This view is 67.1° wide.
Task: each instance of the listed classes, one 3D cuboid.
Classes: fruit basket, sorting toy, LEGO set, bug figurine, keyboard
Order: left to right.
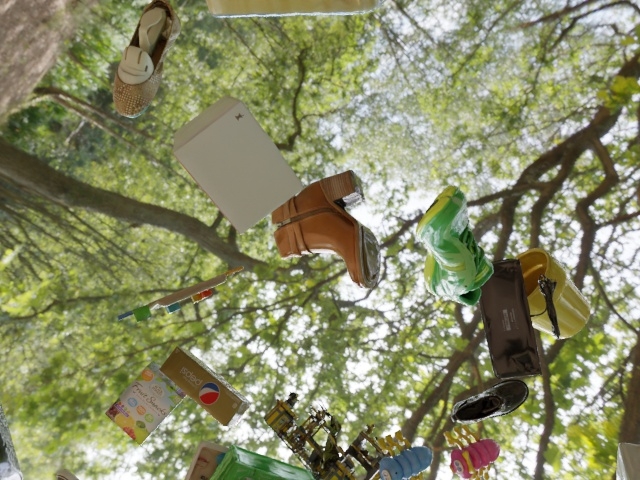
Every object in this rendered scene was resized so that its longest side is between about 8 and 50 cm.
[{"bbox_3d":[-0.347,0.148,1.262,0.347,0.047,0.196,-23,-179,-31],"label":"sorting toy"},{"bbox_3d":[-0.146,0.599,0.911,0.353,0.327,0.165,-68,-167,-15],"label":"fruit basket"},{"bbox_3d":[0.034,0.493,1.210,0.192,0.255,0.331,-43,-139,-16],"label":"LEGO set"},{"bbox_3d":[0.201,0.389,0.680,0.279,0.216,0.072,64,-28,17],"label":"bug figurine"},{"bbox_3d":[0.535,0.203,1.283,0.201,0.317,0.033,-11,-179,15],"label":"keyboard"}]

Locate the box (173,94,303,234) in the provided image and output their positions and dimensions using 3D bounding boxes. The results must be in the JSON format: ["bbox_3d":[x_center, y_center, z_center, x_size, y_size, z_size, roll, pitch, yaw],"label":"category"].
[{"bbox_3d":[-0.198,-0.188,1.092,0.168,0.215,0.345,-38,-156,-1],"label":"box"}]

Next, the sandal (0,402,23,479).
[{"bbox_3d":[-0.599,0.378,0.843,0.167,0.107,0.446,45,-46,32],"label":"sandal"}]

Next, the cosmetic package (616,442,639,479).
[{"bbox_3d":[0.769,0.676,0.923,0.327,0.394,0.329,0,-163,24],"label":"cosmetic package"}]

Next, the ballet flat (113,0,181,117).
[{"bbox_3d":[-0.273,-0.288,0.740,0.067,0.073,0.206,102,-2,-69],"label":"ballet flat"}]

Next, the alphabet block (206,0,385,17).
[{"bbox_3d":[-0.012,-0.348,0.470,0.193,0.197,0.192,9,-138,23],"label":"alphabet block"}]

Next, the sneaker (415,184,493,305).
[{"bbox_3d":[0.243,0.015,0.836,0.123,0.295,0.109,29,-112,33],"label":"sneaker"}]

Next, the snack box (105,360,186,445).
[{"bbox_3d":[-0.355,0.332,0.986,0.141,0.100,0.037,-47,-179,8],"label":"snack box"}]

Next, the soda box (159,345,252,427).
[{"bbox_3d":[-0.224,0.283,0.939,0.181,0.061,0.058,31,-103,21],"label":"soda box"}]

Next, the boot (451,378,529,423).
[{"bbox_3d":[0.492,0.466,1.375,0.263,0.229,0.091,-24,-113,0],"label":"boot"}]

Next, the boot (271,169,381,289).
[{"bbox_3d":[0.000,0.000,1.032,0.220,0.109,0.283,-23,-114,22],"label":"boot"}]

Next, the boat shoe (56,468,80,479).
[{"bbox_3d":[-0.639,0.709,1.270,0.078,0.219,0.070,-40,175,37],"label":"boat shoe"}]

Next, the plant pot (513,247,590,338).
[{"bbox_3d":[0.742,0.192,1.598,0.254,0.239,0.254,-53,-172,11],"label":"plant pot"}]
